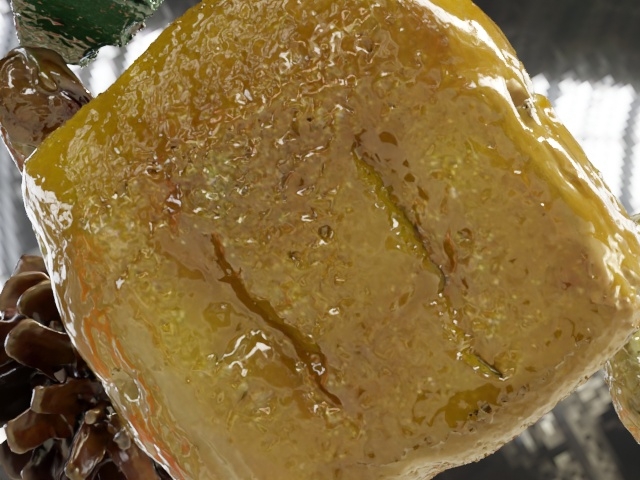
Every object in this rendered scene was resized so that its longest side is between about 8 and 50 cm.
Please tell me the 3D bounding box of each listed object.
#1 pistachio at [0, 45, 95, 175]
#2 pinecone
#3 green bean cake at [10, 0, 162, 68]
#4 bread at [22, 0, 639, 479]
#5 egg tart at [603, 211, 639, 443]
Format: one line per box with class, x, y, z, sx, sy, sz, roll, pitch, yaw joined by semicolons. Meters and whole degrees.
pistachio;-0.336;-0.139;2.439;0.165;0.210;0.130;-1;31;38
pinecone;-0.174;0.108;1.655;0.264;0.264;0.264;-24;-22;-11
green bean cake;-0.275;-0.292;2.427;0.193;0.107;0.208;16;-30;5
bread;0.000;0.001;1.214;0.337;0.328;0.148;-33;5;3
egg tart;0.405;0.102;1.935;0.341;0.341;0.129;-4;-22;-45
